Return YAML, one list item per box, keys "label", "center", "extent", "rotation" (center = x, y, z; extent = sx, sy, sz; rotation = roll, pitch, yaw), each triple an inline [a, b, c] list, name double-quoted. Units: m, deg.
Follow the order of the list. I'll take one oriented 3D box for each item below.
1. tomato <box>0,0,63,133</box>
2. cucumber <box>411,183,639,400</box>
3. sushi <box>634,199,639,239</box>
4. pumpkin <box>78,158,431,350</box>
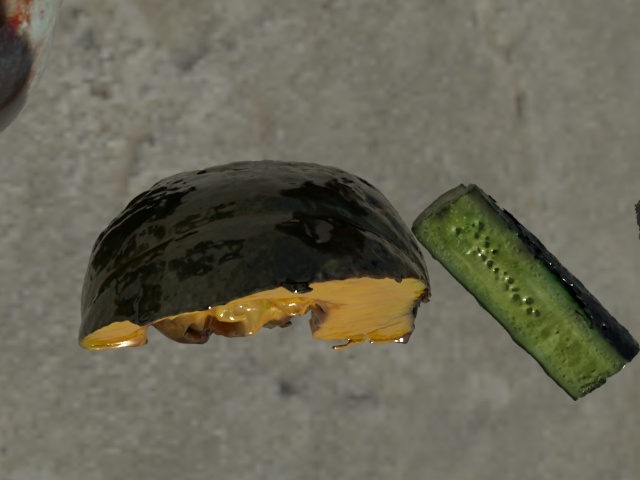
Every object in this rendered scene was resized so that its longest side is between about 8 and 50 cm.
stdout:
- label: "tomato"
  center: [-0.316, -0.195, 1.307]
  extent: [0.317, 0.283, 0.316]
  rotation: [-164, -90, -81]
- label: "cucumber"
  center: [0.176, 0.036, 1.613]
  extent: [0.211, 0.078, 0.062]
  rotation: [47, 26, -7]
- label: "sushi"
  center: [0.269, -0.009, 1.249]
  extent: [0.043, 0.192, 0.279]
  rotation: [31, 34, -20]
- label: "pumpkin"
  center: [0.002, -0.004, 1.057]
  extent: [0.278, 0.163, 0.111]
  rotation: [2, 78, -44]
